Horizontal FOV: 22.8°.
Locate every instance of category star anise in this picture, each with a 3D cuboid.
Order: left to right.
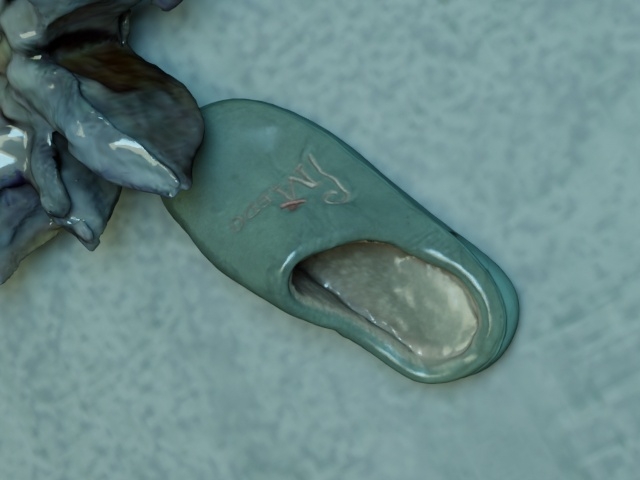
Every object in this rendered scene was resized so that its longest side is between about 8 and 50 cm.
[{"bbox_3d":[-0.131,-0.088,0.753,0.229,0.093,0.236,38,119,34],"label":"star anise"}]

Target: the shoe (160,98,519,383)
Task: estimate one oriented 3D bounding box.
[{"bbox_3d":[0.000,0.000,0.733,0.195,0.078,0.079,33,105,12],"label":"shoe"}]
